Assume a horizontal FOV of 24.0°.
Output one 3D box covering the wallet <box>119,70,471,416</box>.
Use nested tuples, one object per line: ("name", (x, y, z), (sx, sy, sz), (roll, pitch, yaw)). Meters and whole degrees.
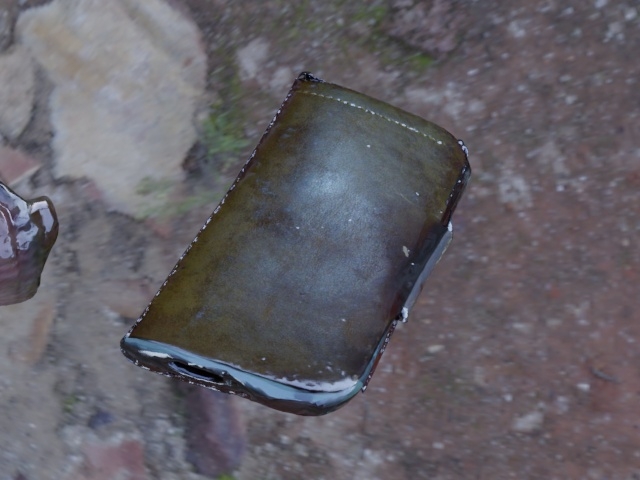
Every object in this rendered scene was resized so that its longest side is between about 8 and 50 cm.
("wallet", (0.000, 0.000, 0.867), (0.137, 0.031, 0.255), (20, 45, 11))

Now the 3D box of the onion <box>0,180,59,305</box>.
("onion", (-0.327, 0.014, 0.625), (0.420, 0.398, 0.398), (-15, 92, 2))
